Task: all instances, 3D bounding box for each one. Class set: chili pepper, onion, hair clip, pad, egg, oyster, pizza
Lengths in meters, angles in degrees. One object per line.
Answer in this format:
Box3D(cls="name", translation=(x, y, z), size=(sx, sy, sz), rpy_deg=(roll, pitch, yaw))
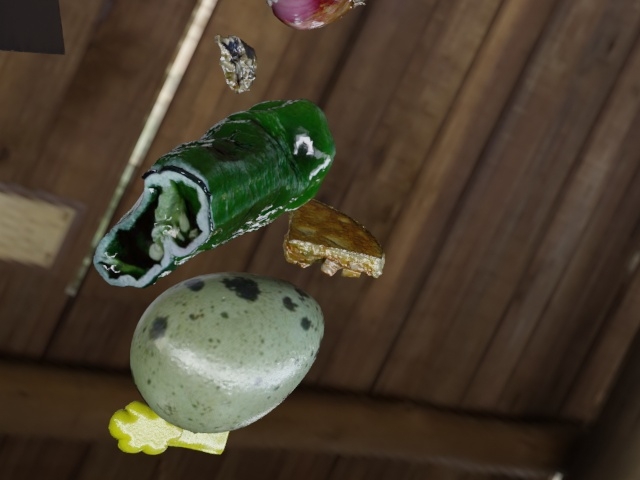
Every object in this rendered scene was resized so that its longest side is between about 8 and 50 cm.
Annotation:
Box3D(cls="chili pepper", translation=(-0.070, -0.052, 1.318), size=(0.099, 0.136, 0.270), rpy_deg=(34, -146, 11))
Box3D(cls="onion", translation=(0.013, -0.406, 2.240), size=(0.163, 0.230, 0.230), rpy_deg=(16, -179, 31))
Box3D(cls="hair clip", translation=(-0.202, 0.254, 2.070), size=(0.173, 0.072, 0.046), rpy_deg=(15, -179, -38))
Box3D(cls="pad", translation=(-0.380, -0.343, 1.827), size=(0.007, 0.248, 0.367), rpy_deg=(-5, -175, 12))
Box3D(cls="egg", translation=(-0.102, 0.120, 1.749), size=(0.228, 0.177, 0.177), rpy_deg=(-21, -157, -14))
Box3D(cls="oyster", translation=(-0.127, -0.287, 2.463), size=(0.148, 0.051, 0.103), rpy_deg=(-82, -31, -75))
Box3D(cls="pizza", translation=(0.000, 0.000, 2.053), size=(0.134, 0.046, 0.175), rpy_deg=(-8, -144, -34))
